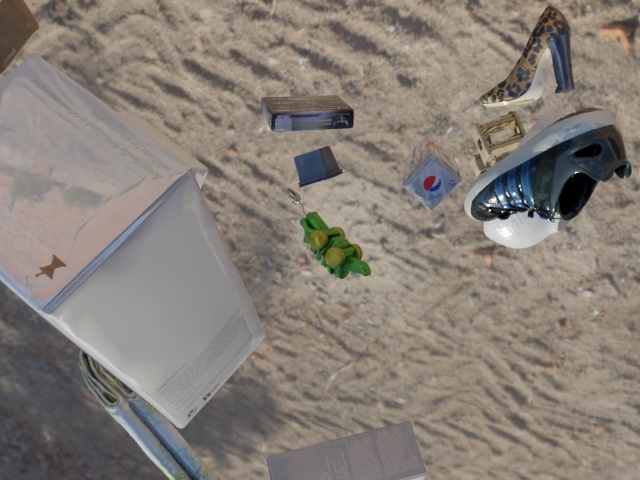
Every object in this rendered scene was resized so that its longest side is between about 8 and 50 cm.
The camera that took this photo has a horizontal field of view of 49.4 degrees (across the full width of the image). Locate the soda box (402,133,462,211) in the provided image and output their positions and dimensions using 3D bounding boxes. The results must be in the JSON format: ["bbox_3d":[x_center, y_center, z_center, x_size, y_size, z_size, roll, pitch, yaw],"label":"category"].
[{"bbox_3d":[0.254,-0.164,1.608,0.091,0.286,0.098,40,108,-6],"label":"soda box"}]

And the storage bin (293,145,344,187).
[{"bbox_3d":[-0.008,-0.218,2.016,0.135,0.098,0.091,-11,102,41],"label":"storage bin"}]

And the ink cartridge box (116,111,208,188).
[{"bbox_3d":[-0.339,-0.055,1.194,0.201,0.117,0.278,37,113,23],"label":"ink cartridge box"}]

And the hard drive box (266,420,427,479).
[{"bbox_3d":[0.038,0.380,1.120,0.232,0.089,0.181,-12,151,-6],"label":"hard drive box"}]

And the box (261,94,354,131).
[{"bbox_3d":[-0.041,-0.360,1.959,0.231,0.183,0.056,-5,115,-14],"label":"box"}]

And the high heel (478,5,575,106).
[{"bbox_3d":[0.452,-0.405,1.567,0.261,0.093,0.186,-4,95,54],"label":"high heel"}]

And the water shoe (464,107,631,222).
[{"bbox_3d":[0.215,-0.049,0.691,0.072,0.080,0.203,-10,161,-26],"label":"water shoe"}]

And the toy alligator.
[{"bbox_3d":[0.000,0.000,1.029,0.190,0.056,0.051,45,120,24],"label":"toy alligator"}]

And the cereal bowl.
[{"bbox_3d":[0.530,-0.122,1.620,0.141,0.339,0.339,31,144,26],"label":"cereal bowl"}]

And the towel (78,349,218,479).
[{"bbox_3d":[-0.392,0.420,1.574,0.320,0.090,0.375,22,147,55],"label":"towel"}]

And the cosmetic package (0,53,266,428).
[{"bbox_3d":[-0.193,0.030,0.666,0.197,0.155,0.366,36,160,19],"label":"cosmetic package"}]

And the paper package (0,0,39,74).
[{"bbox_3d":[-0.709,-0.471,1.199,0.309,0.168,0.325,23,155,23],"label":"paper package"}]

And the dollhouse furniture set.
[{"bbox_3d":[0.485,-0.264,1.815,0.181,0.101,0.161,-18,165,-5],"label":"dollhouse furniture set"}]
